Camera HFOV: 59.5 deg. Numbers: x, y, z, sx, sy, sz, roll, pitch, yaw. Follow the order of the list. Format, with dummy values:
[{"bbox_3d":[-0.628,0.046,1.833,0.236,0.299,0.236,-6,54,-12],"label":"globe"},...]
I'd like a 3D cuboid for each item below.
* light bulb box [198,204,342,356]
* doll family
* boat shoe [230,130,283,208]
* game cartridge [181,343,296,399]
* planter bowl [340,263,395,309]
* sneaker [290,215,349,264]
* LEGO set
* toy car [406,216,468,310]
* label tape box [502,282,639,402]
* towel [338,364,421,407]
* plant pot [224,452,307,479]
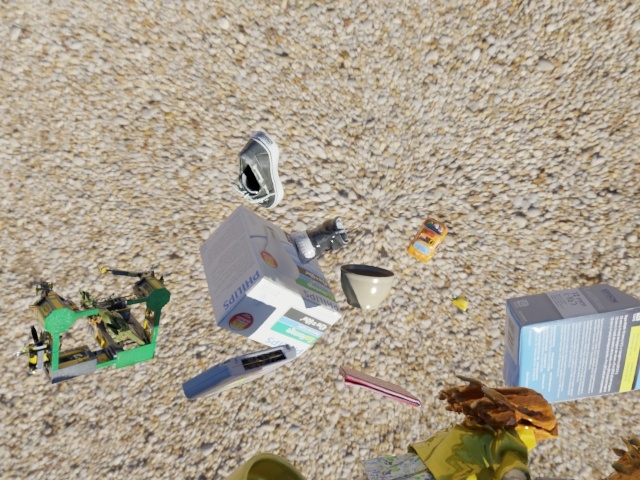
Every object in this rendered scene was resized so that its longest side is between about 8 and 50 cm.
[{"bbox_3d":[-0.169,0.134,1.828,0.225,0.361,0.358,-45,131,17],"label":"light bulb box"},{"bbox_3d":[0.113,0.162,0.325,0.163,0.263,0.118,-21,109,-13],"label":"doll family"},{"bbox_3d":[-0.163,-0.151,1.435,0.113,0.306,0.105,37,68,8],"label":"boat shoe"},{"bbox_3d":[-0.217,0.351,1.499,0.196,0.294,0.060,-28,75,29],"label":"game cartridge"},{"bbox_3d":[0.132,0.140,1.652,0.162,0.162,0.109,7,100,5],"label":"planter bowl"},{"bbox_3d":[0.000,0.000,1.644,0.153,0.268,0.101,-21,92,-7],"label":"sneaker"},{"bbox_3d":[-0.523,0.168,1.277,0.192,0.331,0.255,35,129,37],"label":"LEGO set"},{"bbox_3d":[0.161,0.025,0.706,0.060,0.040,0.122,-39,77,-2],"label":"toy car"},{"bbox_3d":[0.607,0.234,1.285,0.347,0.115,0.249,-10,120,-1],"label":"label tape box"},{"bbox_3d":[0.144,0.377,1.446,0.199,0.275,0.031,19,82,2],"label":"towel"},{"bbox_3d":[-0.151,0.623,1.181,0.239,0.254,0.254,-41,88,17],"label":"plant pot"}]
